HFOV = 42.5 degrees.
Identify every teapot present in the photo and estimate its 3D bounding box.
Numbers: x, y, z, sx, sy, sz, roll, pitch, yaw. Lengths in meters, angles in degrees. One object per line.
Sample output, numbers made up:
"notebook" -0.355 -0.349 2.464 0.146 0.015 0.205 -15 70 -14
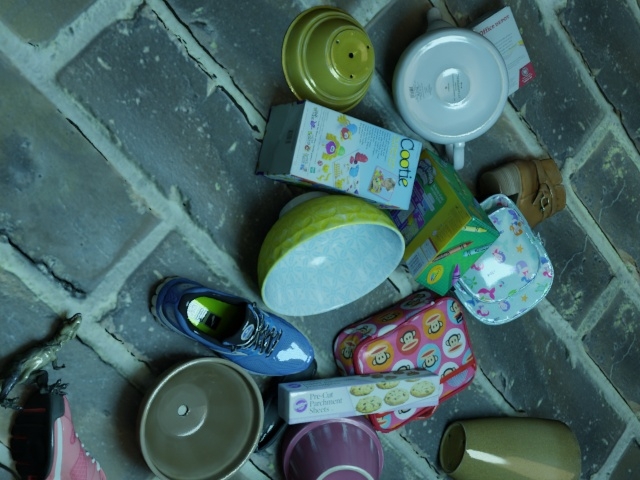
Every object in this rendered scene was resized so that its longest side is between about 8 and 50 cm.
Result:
"teapot" 0.265 -0.316 1.713 0.253 0.187 0.256 35 98 -4

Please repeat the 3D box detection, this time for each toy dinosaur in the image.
"toy dinosaur" -0.485 0.223 1.335 0.268 0.118 0.064 -33 133 -24

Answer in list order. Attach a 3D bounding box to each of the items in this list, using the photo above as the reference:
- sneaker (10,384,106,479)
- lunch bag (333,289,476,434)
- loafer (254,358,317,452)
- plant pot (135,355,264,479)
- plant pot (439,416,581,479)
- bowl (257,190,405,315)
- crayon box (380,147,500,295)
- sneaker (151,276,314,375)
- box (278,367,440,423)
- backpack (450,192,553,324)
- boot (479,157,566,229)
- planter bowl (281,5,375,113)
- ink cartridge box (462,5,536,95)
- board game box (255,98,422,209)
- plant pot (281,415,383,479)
"sneaker" -0.433 0.395 1.398 0.136 0.116 0.313 -8 95 -54
"lunch bag" 0.186 0.268 1.745 0.293 0.120 0.258 -25 109 -25
"loafer" -0.072 0.320 1.608 0.076 0.078 0.223 46 71 -26
"plant pot" -0.231 0.320 1.494 0.238 0.110 0.237 -3 96 -30
"plant pot" 0.405 0.494 1.847 0.255 0.237 0.237 17 85 -16
"bowl" 0.000 0.000 1.563 0.290 0.289 0.156 -3 53 -31
"crayon box" 0.224 -0.043 1.620 0.081 0.278 0.165 29 113 -29
"sneaker" -0.145 0.174 1.508 0.330 0.147 0.129 26 82 -28
"box" 0.078 0.298 1.590 0.324 0.063 0.067 -1 97 -24
"backpack" 0.365 0.047 1.743 0.225 0.191 0.253 -33 98 3
"boot" 0.480 -0.051 1.914 0.220 0.109 0.283 -15 94 -34
"planter bowl" 0.040 -0.359 1.619 0.217 0.090 0.217 -3 95 -32
"ink cartridge box" 0.389 -0.414 1.836 0.127 0.072 0.175 -35 111 -24
"board game box" 0.037 -0.159 1.601 0.275 0.142 0.144 15 85 -31
"plant pot" 0.031 0.447 1.583 0.202 0.180 0.201 -1 103 -6
